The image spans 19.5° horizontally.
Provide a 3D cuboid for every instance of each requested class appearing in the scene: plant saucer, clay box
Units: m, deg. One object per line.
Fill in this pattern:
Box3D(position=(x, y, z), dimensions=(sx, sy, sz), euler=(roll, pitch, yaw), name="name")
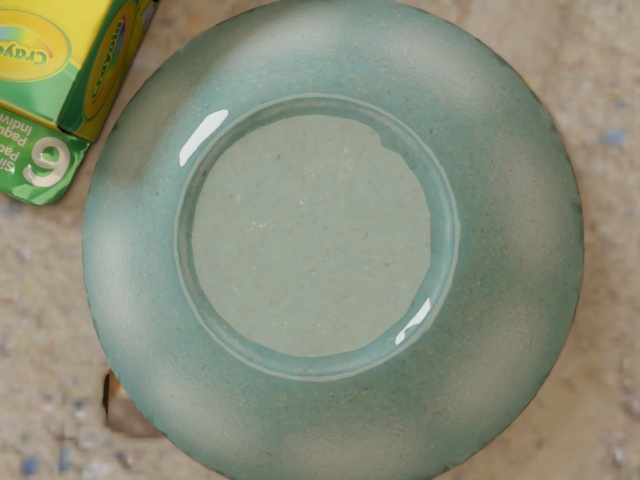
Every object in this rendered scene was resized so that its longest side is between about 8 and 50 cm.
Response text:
Box3D(position=(0.000, 0.000, 0.692), dimensions=(0.195, 0.037, 0.195), euler=(-1, 85, 10), name="plant saucer")
Box3D(position=(-0.116, -0.136, 0.714), dimensions=(0.127, 0.053, 0.222), euler=(23, 88, 11), name="clay box")
